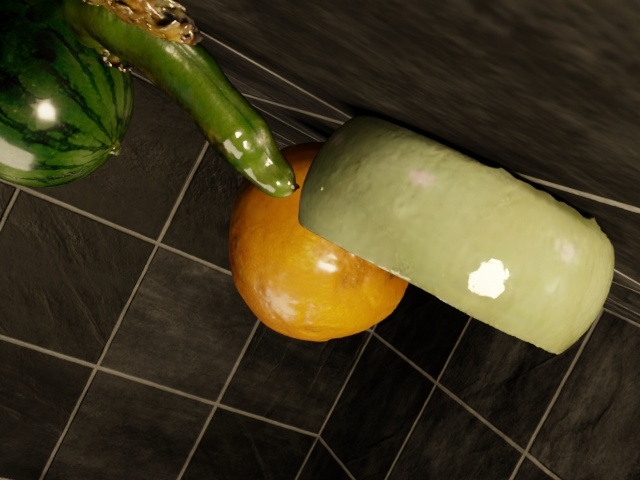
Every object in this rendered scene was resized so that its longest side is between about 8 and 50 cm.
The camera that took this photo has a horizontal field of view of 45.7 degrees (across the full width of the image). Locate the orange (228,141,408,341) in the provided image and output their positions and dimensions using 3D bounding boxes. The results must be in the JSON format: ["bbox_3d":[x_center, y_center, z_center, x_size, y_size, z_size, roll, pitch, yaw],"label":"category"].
[{"bbox_3d":[0.000,0.000,0.978,0.261,0.261,0.261,27,-177,-2],"label":"orange"}]

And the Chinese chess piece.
[{"bbox_3d":[0.105,-0.006,0.604,0.250,0.101,0.250,27,-177,-2],"label":"Chinese chess piece"}]

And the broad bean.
[{"bbox_3d":[-0.130,-0.139,0.620,0.292,0.049,0.144,37,169,35],"label":"broad bean"}]

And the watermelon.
[{"bbox_3d":[-0.350,-0.185,0.943,0.243,0.242,0.242,27,-177,-2],"label":"watermelon"}]

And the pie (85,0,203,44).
[{"bbox_3d":[-0.124,-0.152,0.448,0.092,0.034,0.170,22,-169,-36],"label":"pie"}]
